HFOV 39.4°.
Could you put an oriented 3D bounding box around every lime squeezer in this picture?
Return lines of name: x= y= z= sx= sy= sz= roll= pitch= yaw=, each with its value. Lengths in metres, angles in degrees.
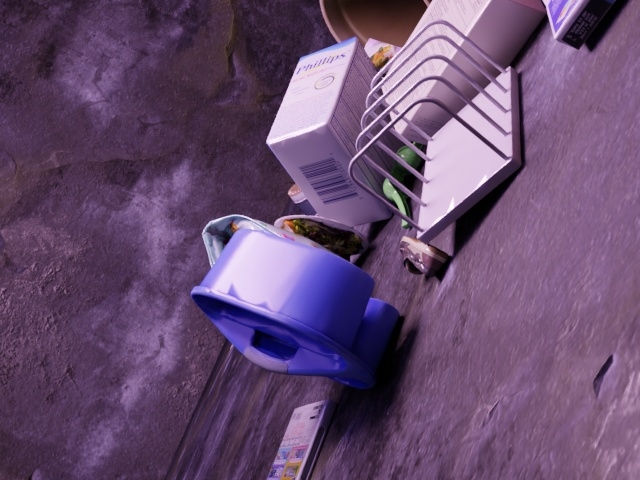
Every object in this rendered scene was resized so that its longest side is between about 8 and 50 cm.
lime squeezer: x=0.170 y=-0.142 z=1.711 sx=0.110 sy=0.059 sz=0.310 roll=-49 pitch=17 yaw=59

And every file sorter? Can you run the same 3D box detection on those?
file sorter: x=0.169 y=-0.177 z=1.340 sx=0.193 sy=0.173 sz=0.277 roll=-42 pitch=20 yaw=34

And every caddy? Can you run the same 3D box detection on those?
caddy: x=-0.046 y=0.124 z=1.411 sx=0.341 sy=0.241 sz=0.179 roll=16 pitch=69 yaw=35

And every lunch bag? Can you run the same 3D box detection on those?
lunch bag: x=-0.083 y=0.055 z=1.726 sx=0.223 sy=0.262 sz=0.160 roll=23 pitch=-86 yaw=-56

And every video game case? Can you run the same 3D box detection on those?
video game case: x=-0.043 y=0.382 z=1.585 sx=0.193 sy=0.023 sz=0.212 roll=-67 pitch=11 yaw=-21

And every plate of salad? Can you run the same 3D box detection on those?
plate of salad: x=0.000 y=0.000 z=1.833 sx=0.200 sy=0.200 sz=0.048 roll=136 pitch=149 yaw=-65

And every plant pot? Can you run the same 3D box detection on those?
plant pot: x=0.204 y=-0.586 z=2.079 sx=0.280 sy=0.323 sz=0.323 roll=-51 pitch=2 yaw=-29

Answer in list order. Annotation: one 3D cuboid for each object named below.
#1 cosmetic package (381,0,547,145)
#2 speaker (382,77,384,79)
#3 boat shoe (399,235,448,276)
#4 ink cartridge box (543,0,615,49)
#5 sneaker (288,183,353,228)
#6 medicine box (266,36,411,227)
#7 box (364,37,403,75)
cosmetic package: x=0.235 y=-0.324 z=1.537 sx=0.309 sy=0.113 sz=0.160 roll=-55 pitch=34 yaw=39
speaker: x=0.064 y=-0.283 z=2.088 sx=0.296 sy=0.131 sz=0.131 roll=-32 pitch=-10 yaw=-33
boat shoe: x=0.148 y=0.027 z=1.375 sx=0.049 sy=0.056 sz=0.152 roll=-59 pitch=9 yaw=-3
ink cartridge box: x=0.380 y=-0.377 z=1.200 sx=0.206 sy=0.045 sz=0.208 roll=-58 pitch=9 yaw=29
sneaker: x=0.081 y=-0.122 z=2.091 sx=0.282 sy=0.153 sz=0.099 roll=-28 pitch=19 yaw=17
medicine box: x=0.050 y=-0.216 z=1.834 sx=0.149 sy=0.263 sz=0.289 roll=-14 pitch=40 yaw=30
box: x=0.177 y=-0.354 z=1.840 sx=0.063 sy=0.067 sz=0.324 roll=-62 pitch=30 yaw=7
